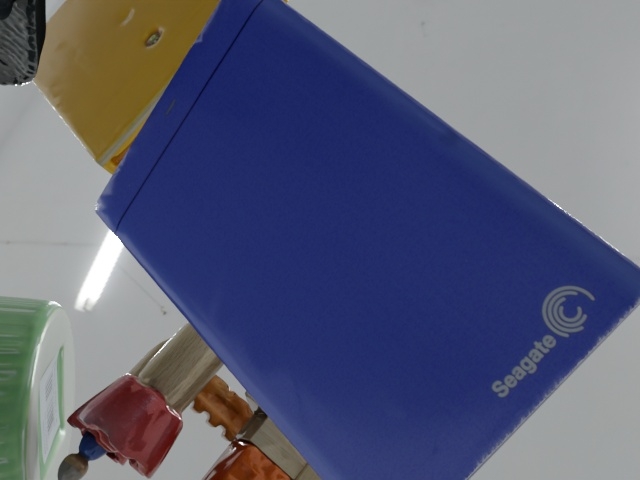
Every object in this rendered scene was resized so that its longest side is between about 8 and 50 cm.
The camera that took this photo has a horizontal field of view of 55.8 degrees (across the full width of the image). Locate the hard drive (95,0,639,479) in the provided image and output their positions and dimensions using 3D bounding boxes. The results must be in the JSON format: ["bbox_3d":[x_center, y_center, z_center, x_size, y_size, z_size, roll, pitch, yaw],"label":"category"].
[{"bbox_3d":[0.000,0.000,0.387,0.319,0.040,0.210,44,-73,23],"label":"hard drive"}]

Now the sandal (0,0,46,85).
[{"bbox_3d":[-0.230,-0.172,0.333,0.168,0.446,0.106,12,-105,-16],"label":"sandal"}]

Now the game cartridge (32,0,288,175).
[{"bbox_3d":[-0.223,-0.260,0.745,0.285,0.053,0.324,-47,-129,1],"label":"game cartridge"}]

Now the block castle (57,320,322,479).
[{"bbox_3d":[-0.057,0.299,0.640,0.453,0.303,0.213,44,-118,-6],"label":"block castle"}]

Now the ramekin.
[{"bbox_3d":[-0.399,0.207,0.732,0.148,0.303,0.303,1,-128,-12],"label":"ramekin"}]
